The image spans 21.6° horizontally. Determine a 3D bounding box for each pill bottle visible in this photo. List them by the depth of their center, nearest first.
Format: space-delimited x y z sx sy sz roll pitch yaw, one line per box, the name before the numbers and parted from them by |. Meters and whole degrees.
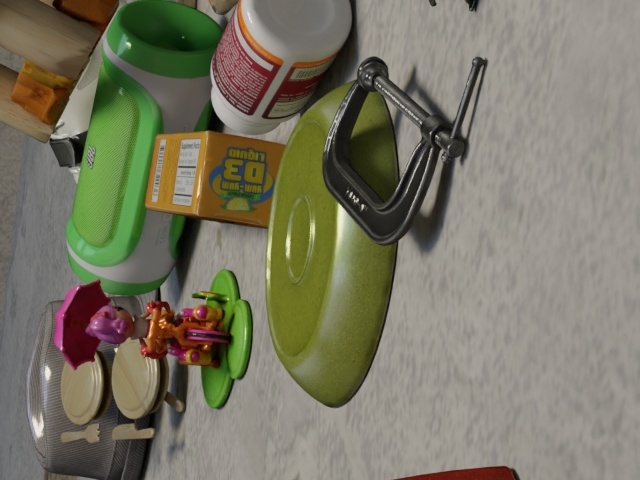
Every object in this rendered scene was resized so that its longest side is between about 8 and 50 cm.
pill bottle | -0.037 -0.144 1.305 0.152 0.086 0.086 127 144 -60

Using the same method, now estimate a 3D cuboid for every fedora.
fedora | -0.269 0.161 1.931 0.244 0.124 0.275 -171 87 -73

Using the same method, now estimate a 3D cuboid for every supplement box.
supplement box | -0.095 -0.055 1.492 0.233 0.078 0.080 -164 82 -73

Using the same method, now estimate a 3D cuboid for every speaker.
speaker | -0.180 -0.090 1.709 0.131 0.131 0.296 -106 27 -52

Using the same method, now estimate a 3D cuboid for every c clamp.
c clamp | 0.049 -0.070 1.074 0.161 0.022 0.137 40 117 58

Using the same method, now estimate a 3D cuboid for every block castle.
block castle | -0.260 -0.349 1.663 0.453 0.213 0.303 -66 10 -18

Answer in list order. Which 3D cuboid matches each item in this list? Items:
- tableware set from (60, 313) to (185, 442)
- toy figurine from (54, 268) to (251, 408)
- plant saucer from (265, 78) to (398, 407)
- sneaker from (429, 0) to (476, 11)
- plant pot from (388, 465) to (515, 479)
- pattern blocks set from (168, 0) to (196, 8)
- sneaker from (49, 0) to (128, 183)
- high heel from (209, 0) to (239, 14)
tableware set | -0.211 0.147 1.762 0.194 0.039 0.128 -12 76 51
toy figurine | -0.159 0.084 1.520 0.173 0.159 0.130 175 100 -73
plant saucer | 0.000 0.000 1.223 0.241 0.037 0.240 -174 90 -74
sneaker | 0.090 -0.220 0.970 0.170 0.051 0.089 110 159 -54
plant pot | -0.019 0.290 0.843 0.267 0.236 0.267 -106 27 -50
pattern blocks set | -0.172 -0.194 1.888 0.285 0.026 0.324 150 123 -71
sneaker | -0.291 -0.136 2.071 0.122 0.146 0.330 -161 76 -72
high heel | -0.067 -0.317 1.462 0.186 0.093 0.261 -167 90 -76
